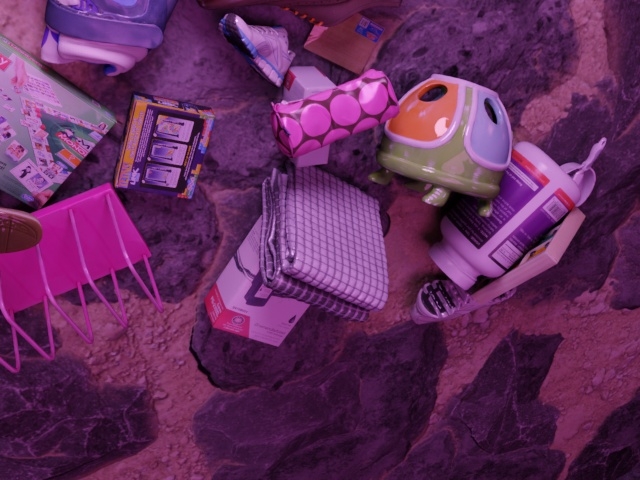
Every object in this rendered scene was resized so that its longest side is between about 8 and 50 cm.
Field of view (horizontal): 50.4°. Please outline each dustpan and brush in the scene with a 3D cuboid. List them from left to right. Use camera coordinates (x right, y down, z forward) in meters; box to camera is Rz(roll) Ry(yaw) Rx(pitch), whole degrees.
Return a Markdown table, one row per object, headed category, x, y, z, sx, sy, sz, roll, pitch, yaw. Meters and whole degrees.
| category | x | y | z | sx | sy | sz | roll | pitch | yaw |
| --- | --- | --- | --- | --- | --- | --- | --- | --- | --- |
| dustpan and brush | 0.591 | -0.152 | 1.570 | 0.147 | 0.060 | 0.211 | 2 | 123 | -24 |

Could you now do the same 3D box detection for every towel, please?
| category | x | y | z | sx | sy | sz | roll | pitch | yaw |
| --- | --- | --- | --- | --- | --- | --- | --- | --- | --- |
| towel | 0.000 | 0.000 | 1.298 | 0.235 | 0.283 | 0.121 | 24 | 133 | -31 |

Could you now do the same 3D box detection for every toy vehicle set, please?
| category | x | y | z | sx | sy | sz | roll | pitch | yaw |
| --- | --- | --- | --- | --- | --- | --- | --- | --- | --- |
| toy vehicle set | 0.460 | 0.038 | 1.524 | 0.166 | 0.035 | 0.267 | -46 | 180 | -34 |

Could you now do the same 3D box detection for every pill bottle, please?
| category | x | y | z | sx | sy | sz | roll | pitch | yaw |
| --- | --- | --- | --- | --- | --- | --- | --- | --- | --- |
| pill bottle | 0.390 | -0.047 | 1.482 | 0.323 | 0.181 | 0.182 | -46 | 128 | 13 |

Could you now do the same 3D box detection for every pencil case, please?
| category | x | y | z | sx | sy | sz | roll | pitch | yaw |
| --- | --- | --- | --- | --- | --- | --- | --- | --- | --- |
| pencil case | 0.022 | -0.214 | 1.125 | 0.209 | 0.095 | 0.098 | -24 | 109 | -13 |

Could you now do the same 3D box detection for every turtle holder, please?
| category | x | y | z | sx | sy | sz | roll | pitch | yaw |
| --- | --- | --- | --- | --- | --- | --- | --- | --- | --- |
| turtle holder | 0.269 | -0.180 | 1.301 | 0.321 | 0.243 | 0.227 | 13 | 101 | -20 |

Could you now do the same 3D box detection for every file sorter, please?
| category | x | y | z | sx | sy | sz | roll | pitch | yaw |
| --- | --- | --- | --- | --- | --- | --- | --- | --- | --- |
| file sorter | -0.449 | 0.077 | 1.187 | 0.291 | 0.182 | 0.202 | -23 | 143 | -7 |

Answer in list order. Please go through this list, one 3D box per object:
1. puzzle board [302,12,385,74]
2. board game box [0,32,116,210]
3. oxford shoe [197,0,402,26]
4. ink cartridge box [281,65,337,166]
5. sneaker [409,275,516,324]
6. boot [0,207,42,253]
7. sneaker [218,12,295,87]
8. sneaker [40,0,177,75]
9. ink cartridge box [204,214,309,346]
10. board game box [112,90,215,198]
| category | x | y | z | sx | sy | sz | roll | pitch | yaw |
| --- | --- | --- | --- | --- | --- | --- | --- | --- | --- |
| puzzle board | 0.042 | -0.364 | 1.217 | 0.128 | 0.011 | 0.096 | 17 | 114 | -33 |
| board game box | -0.517 | -0.206 | 1.067 | 0.213 | 0.046 | 0.317 | -45 | 129 | 11 |
| oxford shoe | -0.024 | -0.396 | 1.086 | 0.364 | 0.130 | 0.132 | -12 | 132 | -10 |
| ink cartridge box | -0.026 | -0.223 | 1.224 | 0.063 | 0.109 | 0.150 | -7 | 126 | -22 |
| sneaker | 0.344 | 0.134 | 1.657 | 0.292 | 0.110 | 0.118 | -12 | 155 | -24 |
| boot | -0.552 | -0.050 | 1.087 | 0.213 | 0.165 | 0.077 | 3 | 117 | -17 |
| sneaker | -0.098 | -0.333 | 1.126 | 0.083 | 0.071 | 0.191 | -52 | 157 | 2 |
| sneaker | -0.365 | -0.368 | 0.960 | 0.323 | 0.130 | 0.236 | 28 | 105 | -41 |
| ink cartridge box | -0.103 | 0.087 | 1.419 | 0.172 | 0.100 | 0.237 | 23 | 112 | -35 |
| board game box | -0.277 | -0.164 | 1.200 | 0.141 | 0.048 | 0.170 | 9 | 120 | -26 |
